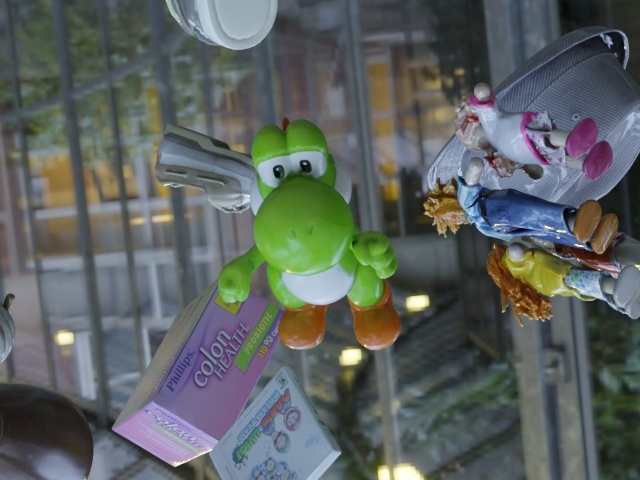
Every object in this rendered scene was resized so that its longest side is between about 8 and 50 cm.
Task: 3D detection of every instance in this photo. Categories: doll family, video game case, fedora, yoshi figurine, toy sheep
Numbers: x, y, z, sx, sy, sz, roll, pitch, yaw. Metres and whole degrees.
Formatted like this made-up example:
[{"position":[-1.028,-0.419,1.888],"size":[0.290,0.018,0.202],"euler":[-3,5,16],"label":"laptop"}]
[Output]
[{"position":[0.174,-0.008,1.036],"size":[0.163,0.118,0.263],"euler":[14,156,48],"label":"doll family"},{"position":[-0.057,0.253,1.504],"size":[0.019,0.157,0.143],"euler":[23,-156,-44],"label":"video game case"},{"position":[0.266,-0.105,1.411],"size":[0.275,0.124,0.244],"euler":[-43,156,8],"label":"fedora"},{"position":[-0.010,0.022,1.491],"size":[0.203,0.362,0.203],"euler":[-40,-126,-17],"label":"yoshi figurine"},{"position":[-0.367,0.097,1.348],"size":[0.091,0.091,0.132],"euler":[-5,-159,15],"label":"toy sheep"}]

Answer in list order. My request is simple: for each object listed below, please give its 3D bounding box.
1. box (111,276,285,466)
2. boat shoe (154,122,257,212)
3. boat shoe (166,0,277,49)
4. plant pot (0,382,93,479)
[{"position":[-0.174,0.192,1.813],"size":[0.117,0.213,0.243],"euler":[33,154,-9],"label":"box"},{"position":[-0.137,-0.095,2.053],"size":[0.302,0.103,0.113],"euler":[24,-174,27],"label":"boat shoe"},{"position":[-0.105,-0.328,1.140],"size":[0.109,0.305,0.091],"euler":[-17,-158,-36],"label":"boat shoe"},{"position":[-0.465,0.290,1.808],"size":[0.215,0.215,0.230],"euler":[-6,161,7],"label":"plant pot"}]
